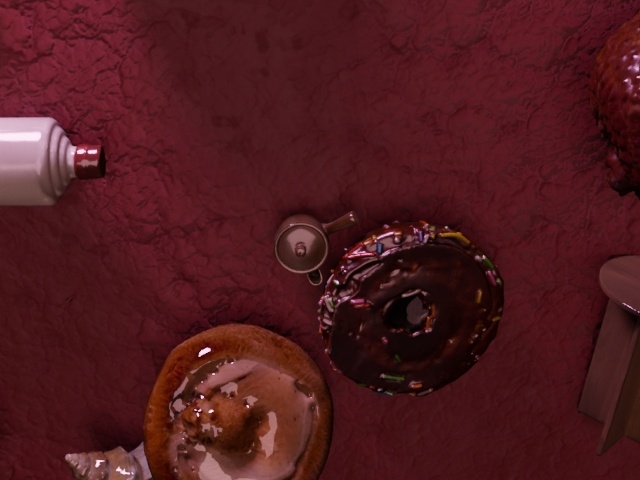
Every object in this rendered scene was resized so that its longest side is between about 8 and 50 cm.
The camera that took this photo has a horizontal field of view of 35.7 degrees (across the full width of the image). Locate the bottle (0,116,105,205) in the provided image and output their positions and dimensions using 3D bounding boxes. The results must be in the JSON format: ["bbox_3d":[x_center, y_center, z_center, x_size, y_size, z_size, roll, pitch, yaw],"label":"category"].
[{"bbox_3d":[-0.373,-0.091,1.149,0.245,0.104,0.104,0,109,-2],"label":"bottle"}]

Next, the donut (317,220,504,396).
[{"bbox_3d":[0.106,0.077,1.225,0.235,0.089,0.235,-3,113,-8],"label":"donut"}]

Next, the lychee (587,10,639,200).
[{"bbox_3d":[0.421,-0.143,1.087,0.261,0.260,0.260,-1,109,-2],"label":"lychee"}]

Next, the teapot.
[{"bbox_3d":[0.000,0.000,1.207,0.110,0.080,0.085,-27,107,8],"label":"teapot"}]

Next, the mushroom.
[{"bbox_3d":[-0.100,0.228,1.228,0.253,0.153,0.253,1,87,-21],"label":"mushroom"}]

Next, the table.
[{"bbox_3d":[0.408,0.156,1.251,0.167,0.167,0.226,5,117,-4],"label":"table"}]

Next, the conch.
[{"bbox_3d":[-0.232,0.309,1.300,0.234,0.114,0.137,9,122,-42],"label":"conch"}]
